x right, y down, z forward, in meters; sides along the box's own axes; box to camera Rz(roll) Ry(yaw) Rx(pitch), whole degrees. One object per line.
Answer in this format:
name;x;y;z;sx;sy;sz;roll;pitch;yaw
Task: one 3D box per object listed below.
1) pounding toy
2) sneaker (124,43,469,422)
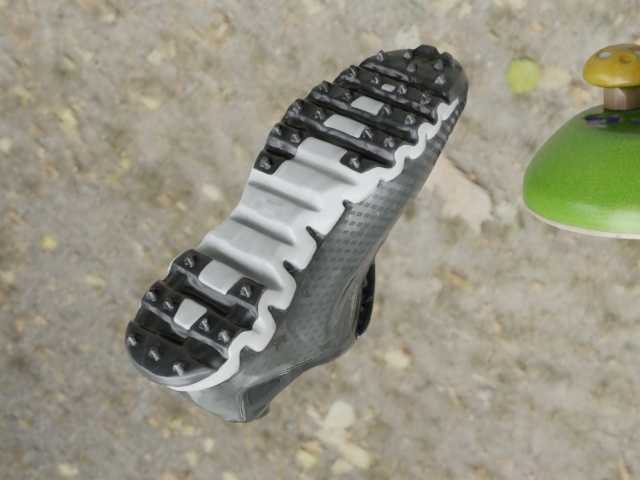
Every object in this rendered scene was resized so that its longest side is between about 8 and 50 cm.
pounding toy;0.238;-0.090;0.840;0.183;0.237;0.110;7;114;35
sneaker;0.000;0.000;0.652;0.078;0.234;0.106;27;159;34
